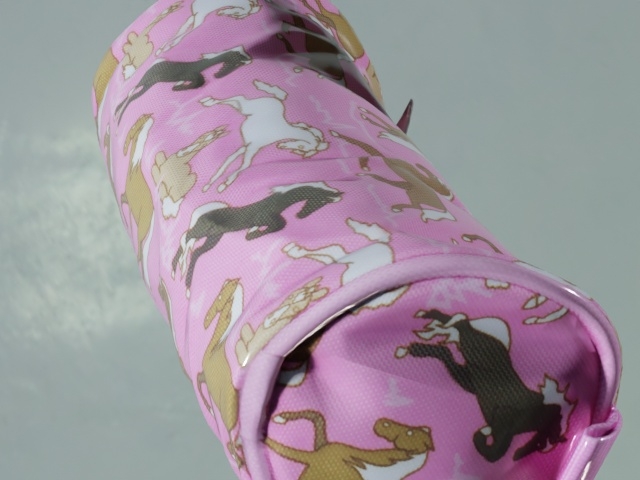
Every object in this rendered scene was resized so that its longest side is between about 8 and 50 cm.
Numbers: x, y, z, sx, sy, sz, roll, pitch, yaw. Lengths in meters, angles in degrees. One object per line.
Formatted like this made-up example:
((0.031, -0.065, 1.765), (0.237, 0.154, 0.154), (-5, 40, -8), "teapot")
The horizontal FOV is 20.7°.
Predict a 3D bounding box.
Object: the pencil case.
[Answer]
((0.000, 0.000, 0.815), (0.167, 0.386, 0.160), (-23, 119, -4), "pencil case")
